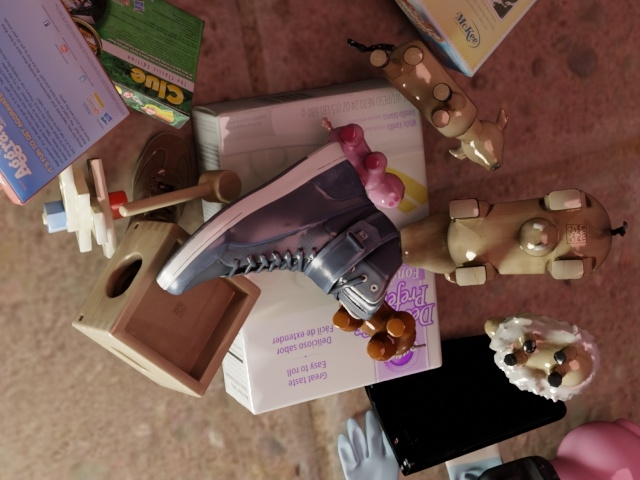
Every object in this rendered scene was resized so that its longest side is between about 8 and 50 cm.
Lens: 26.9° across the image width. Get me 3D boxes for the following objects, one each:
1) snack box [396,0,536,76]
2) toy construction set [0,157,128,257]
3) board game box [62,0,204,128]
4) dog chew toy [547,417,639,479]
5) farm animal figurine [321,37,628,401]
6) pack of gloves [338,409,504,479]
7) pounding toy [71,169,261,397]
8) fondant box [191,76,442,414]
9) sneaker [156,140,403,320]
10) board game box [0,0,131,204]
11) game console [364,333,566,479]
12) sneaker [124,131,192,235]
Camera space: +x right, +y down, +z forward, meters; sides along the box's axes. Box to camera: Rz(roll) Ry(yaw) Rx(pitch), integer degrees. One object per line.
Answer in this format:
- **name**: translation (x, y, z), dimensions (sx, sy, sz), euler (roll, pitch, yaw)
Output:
- **snack box**: translation (0.129, -0.345, 1.411), dimensions (0.187, 0.060, 0.322), euler (-49, 131, -6)
- **toy construction set**: translation (-0.338, -0.052, 1.288), dimensions (0.327, 0.151, 0.215), euler (-9, 79, -30)
- **board game box**: translation (-0.238, -0.219, 1.325), dimensions (0.259, 0.030, 0.136), euler (25, 49, -25)
- **dog chew toy**: translation (0.297, 0.363, 1.634), dimensions (0.206, 0.206, 0.332), euler (42, 74, -25)
- **farm animal figurine**: translation (0.156, -0.027, 1.394), dimensions (0.326, 0.172, 0.330), euler (13, 95, 14)
- **pack of gloves**: translation (0.130, 0.298, 1.569), dimensions (0.195, 0.046, 0.232), euler (-10, 66, -12)
- **pounding toy**: translation (-0.155, 0.019, 1.339), dimensions (0.181, 0.094, 0.206), euler (39, 71, -32)
- **fondant box**: translation (0.000, 0.000, 1.479), dimensions (0.238, 0.096, 0.330), euler (-12, 106, -22)
- **sneaker**: translation (-0.027, 0.027, 1.275), dimensions (0.226, 0.086, 0.163), euler (-33, 85, -17)
- **board game box**: translation (-0.295, -0.186, 1.202), dimensions (0.145, 0.027, 0.281), euler (-44, 121, -26)
- **game console**: translation (0.209, 0.277, 1.537), dimensions (0.213, 0.044, 0.361), euler (-16, 66, -19)
- **sneaker**: translation (-0.170, -0.020, 1.412), dimensions (0.066, 0.071, 0.188), euler (13, 95, -25)
